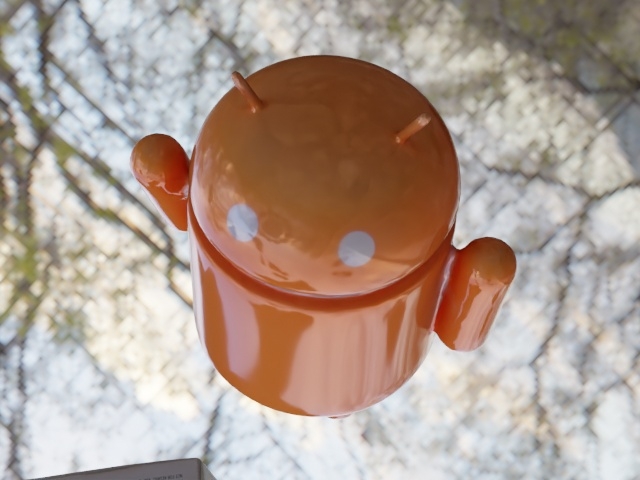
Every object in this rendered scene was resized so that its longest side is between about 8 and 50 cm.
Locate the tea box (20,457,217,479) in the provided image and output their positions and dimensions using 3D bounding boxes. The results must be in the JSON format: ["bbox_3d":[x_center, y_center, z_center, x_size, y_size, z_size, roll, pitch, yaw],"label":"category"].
[{"bbox_3d":[-0.140,0.375,1.232,0.329,0.220,0.323,65,-162,-60],"label":"tea box"}]

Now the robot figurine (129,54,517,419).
[{"bbox_3d":[-0.002,0.000,0.790,0.158,0.128,0.219,54,158,28],"label":"robot figurine"}]
